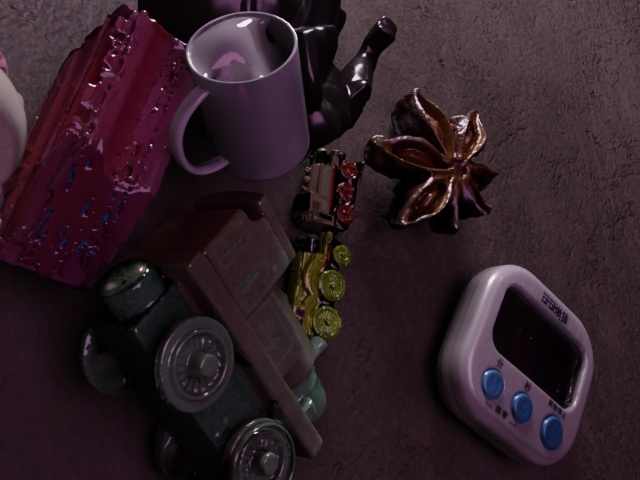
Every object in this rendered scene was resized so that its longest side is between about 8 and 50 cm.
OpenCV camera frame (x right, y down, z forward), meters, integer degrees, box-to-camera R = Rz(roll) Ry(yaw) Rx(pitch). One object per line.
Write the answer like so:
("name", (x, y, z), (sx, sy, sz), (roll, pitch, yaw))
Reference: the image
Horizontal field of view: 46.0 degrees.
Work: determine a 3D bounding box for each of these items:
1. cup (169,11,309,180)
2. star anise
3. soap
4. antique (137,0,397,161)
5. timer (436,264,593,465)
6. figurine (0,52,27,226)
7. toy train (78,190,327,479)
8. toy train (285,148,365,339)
("cup", (-0.081, -0.127, 0.704), (0.136, 0.133, 0.099), (-18, 55, -7))
("star anise", (0.145, -0.103, 1.037), (0.220, 0.099, 0.214), (-3, 68, -33))
("soap", (-0.222, -0.079, 0.705), (0.099, 0.162, 0.250), (35, 61, -36))
("antique", (-0.066, -0.246, 0.853), (0.322, 0.185, 0.255), (34, 54, -27))
("timer", (0.280, 0.178, 1.077), (0.262, 0.087, 0.237), (40, 59, -25))
("figurine", (-0.318, -0.123, 0.650), (0.127, 0.235, 0.155), (-27, 129, -5))
("toy train", (-0.090, 0.116, 0.747), (0.221, 0.150, 0.304), (-51, 127, -38))
("toy train", (0.000, 0.000, 0.923), (0.085, 0.053, 0.250), (19, 68, -27))
